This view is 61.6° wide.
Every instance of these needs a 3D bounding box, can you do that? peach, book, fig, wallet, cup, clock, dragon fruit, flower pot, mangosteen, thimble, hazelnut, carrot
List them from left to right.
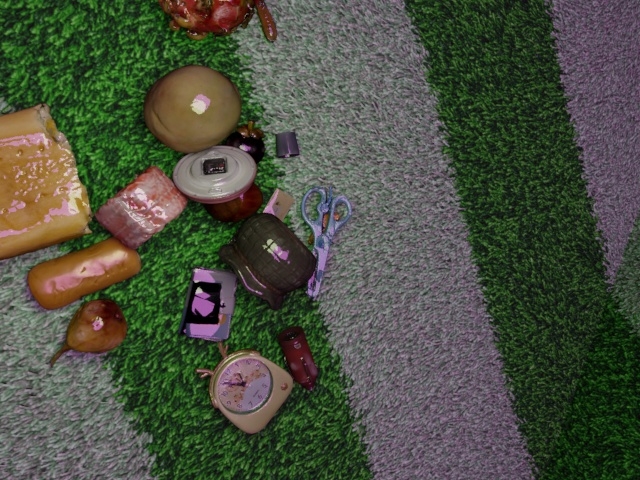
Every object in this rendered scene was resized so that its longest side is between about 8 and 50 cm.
[{"bbox_3d":[-0.686,0.283,1.556,0.257,0.159,0.159,-39,107,2],"label":"fig"},{"bbox_3d":[-0.516,-0.098,1.553,0.239,0.239,0.162,-44,108,-16],"label":"thimble"},{"bbox_3d":[-0.373,-0.392,1.578,0.292,0.292,0.247,-11,121,-23],"label":"peach"},{"bbox_3d":[-0.336,-0.728,1.600,0.291,0.250,0.269,-32,97,-4],"label":"dragon fruit"},{"bbox_3d":[-0.355,0.202,1.725,0.170,0.069,0.231,12,87,-20],"label":"wallet"},{"bbox_3d":[-0.309,-0.200,1.574,0.244,0.244,0.056,-25,140,-21],"label":"clock"},{"bbox_3d":[-0.273,-0.141,1.682,0.178,0.204,0.178,-12,105,-53],"label":"hazelnut"},{"bbox_3d":[-0.258,0.463,1.761,0.308,0.096,0.235,44,78,-20],"label":"clock"},{"bbox_3d":[-0.238,-0.311,1.716,0.137,0.137,0.151,13,110,-24],"label":"mangosteen"},{"bbox_3d":[-0.196,-0.781,1.775,0.049,0.049,0.254,-21,96,-22],"label":"carrot"},{"bbox_3d":[-0.161,0.054,1.703,0.213,0.302,0.302,-44,109,1],"label":"flower pot"},{"bbox_3d":[-0.145,-0.114,1.835,0.077,0.014,0.111,33,78,-21],"label":"book"},{"bbox_3d":[-0.107,-0.323,1.818,0.100,0.078,0.077,-8,91,-58],"label":"cup"}]

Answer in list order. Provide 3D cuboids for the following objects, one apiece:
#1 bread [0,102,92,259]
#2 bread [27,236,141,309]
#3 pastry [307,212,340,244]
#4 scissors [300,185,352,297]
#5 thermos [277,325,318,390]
[{"bbox_3d":[-0.831,-0.134,1.407,0.394,0.250,0.361,-21,98,-18],"label":"bread"},{"bbox_3d":[-0.681,0.089,1.564,0.305,0.091,0.142,-25,107,-21],"label":"bread"},{"bbox_3d":[0.012,-0.041,1.886,0.080,0.056,0.140,23,85,-12],"label":"pastry"},{"bbox_3d":[0.000,0.000,1.834,0.180,0.032,0.393,11,80,-6],"label":"scissors"},{"bbox_3d":[-0.066,0.417,1.836,0.099,0.124,0.232,-24,109,-18],"label":"thermos"}]
